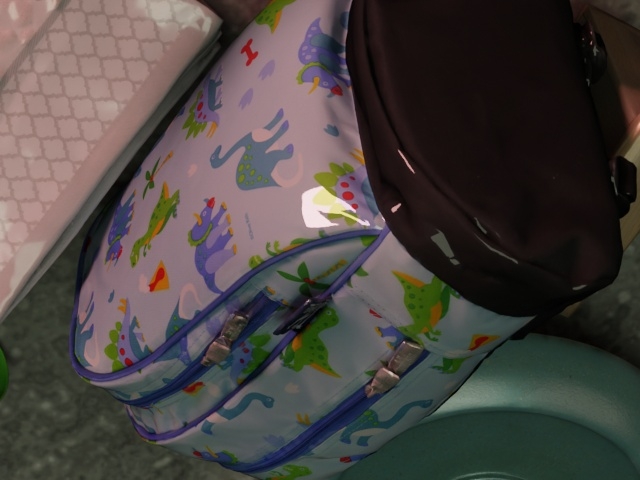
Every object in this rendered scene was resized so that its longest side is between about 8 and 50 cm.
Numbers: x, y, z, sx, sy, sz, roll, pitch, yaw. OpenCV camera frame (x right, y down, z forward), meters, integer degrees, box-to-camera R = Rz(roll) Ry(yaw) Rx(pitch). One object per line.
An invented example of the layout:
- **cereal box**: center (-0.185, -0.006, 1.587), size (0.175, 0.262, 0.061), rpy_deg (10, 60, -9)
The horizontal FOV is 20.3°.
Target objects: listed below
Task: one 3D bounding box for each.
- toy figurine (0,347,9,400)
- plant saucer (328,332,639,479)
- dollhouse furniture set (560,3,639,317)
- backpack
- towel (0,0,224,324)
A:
- **toy figurine**: center (-0.334, 0.111, 1.255), size (0.159, 0.130, 0.173), rpy_deg (-29, 159, 28)
- **plant saucer**: center (0.118, 0.193, 1.313), size (0.318, 0.043, 0.317), rpy_deg (-2, 133, -2)
- **dollhouse furniture set**: center (0.300, 0.008, 1.199), size (0.356, 0.173, 0.303), rpy_deg (25, 118, -18)
- **backpack**: center (0.000, 0.000, 1.125), size (0.273, 0.290, 0.355), rpy_deg (9, 141, -17)
- **towel**: center (-0.265, -0.108, 1.108), size (0.317, 0.053, 0.332), rpy_deg (39, 83, -20)
